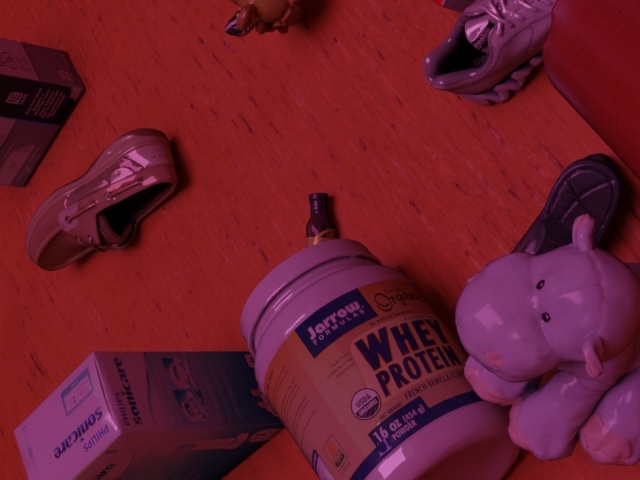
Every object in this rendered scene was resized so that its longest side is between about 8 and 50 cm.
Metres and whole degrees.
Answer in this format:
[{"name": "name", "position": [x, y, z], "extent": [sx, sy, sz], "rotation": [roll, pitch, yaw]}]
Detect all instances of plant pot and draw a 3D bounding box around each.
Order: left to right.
[{"name": "plant pot", "position": [0.367, -0.155, 1.143], "extent": [0.265, 0.272, 0.272], "rotation": [52, 121, 42]}]

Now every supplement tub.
[{"name": "supplement tub", "position": [0.062, 0.172, 1.417], "extent": [0.316, 0.228, 0.228], "rotation": [52, 121, 32]}]

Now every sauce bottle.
[{"name": "sauce bottle", "position": [0.000, 0.000, 1.618], "extent": [0.042, 0.042, 0.128], "rotation": [-9, 82, 43]}]

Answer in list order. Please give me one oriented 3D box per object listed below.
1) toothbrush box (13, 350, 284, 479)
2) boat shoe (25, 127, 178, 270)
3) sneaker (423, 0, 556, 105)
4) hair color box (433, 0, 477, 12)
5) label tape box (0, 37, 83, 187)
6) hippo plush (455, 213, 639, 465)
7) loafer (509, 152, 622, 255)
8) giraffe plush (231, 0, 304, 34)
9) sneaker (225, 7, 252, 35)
[{"name": "toothbrush box", "position": [-0.230, 0.257, 1.645], "extent": [0.216, 0.295, 0.126], "rotation": [-43, 60, 34]}, {"name": "boat shoe", "position": [-0.352, -0.039, 1.904], "extent": [0.341, 0.122, 0.110], "rotation": [-41, 60, 33]}, {"name": "sneaker", "position": [0.233, -0.255, 1.349], "extent": [0.292, 0.118, 0.110], "rotation": [-44, 63, 37]}, {"name": "hair color box", "position": [0.187, -0.345, 1.444], "extent": [0.043, 0.072, 0.141], "rotation": [44, 116, 36]}, {"name": "label tape box", "position": [-0.611, -0.224, 2.008], "extent": [0.249, 0.348, 0.115], "rotation": [-50, 56, 29]}, {"name": "hippo plush", "position": [0.258, 0.106, 1.168], "extent": [0.294, 0.236, 0.234], "rotation": [-9, 79, 22]}, {"name": "loafer", "position": [0.261, 0.020, 1.357], "extent": [0.096, 0.084, 0.267], "rotation": [32, 116, 7]}, {"name": "giraffe plush", "position": [-0.066, -0.373, 1.631], "extent": [0.210, 0.181, 0.170], "rotation": [-128, 46, -53]}, {"name": "sneaker", "position": [-0.109, -0.332, 1.759], "extent": [0.083, 0.031, 0.035], "rotation": [-33, 51, 33]}]
